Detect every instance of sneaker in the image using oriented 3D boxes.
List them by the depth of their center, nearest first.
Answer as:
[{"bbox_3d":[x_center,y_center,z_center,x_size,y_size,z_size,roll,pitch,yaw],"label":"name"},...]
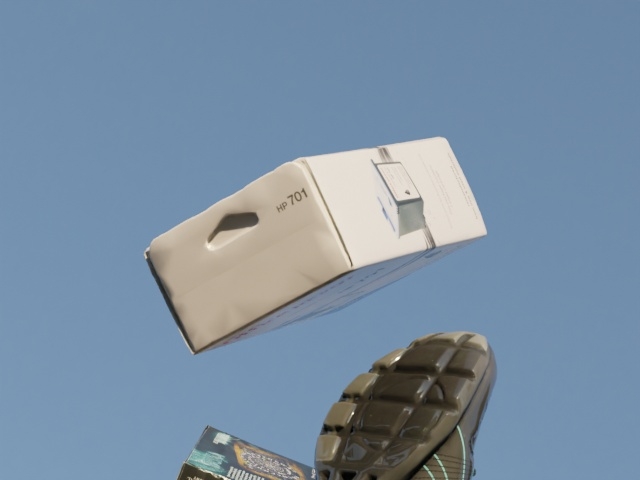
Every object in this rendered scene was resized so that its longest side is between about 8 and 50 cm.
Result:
[{"bbox_3d":[0.042,0.173,1.205,0.101,0.267,0.106,0,-43,43],"label":"sneaker"}]

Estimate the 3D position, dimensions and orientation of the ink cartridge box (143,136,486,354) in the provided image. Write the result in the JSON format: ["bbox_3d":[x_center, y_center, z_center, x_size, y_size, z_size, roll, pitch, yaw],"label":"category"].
[{"bbox_3d":[0.000,0.000,1.271,0.140,0.191,0.082,-28,-96,30],"label":"ink cartridge box"}]

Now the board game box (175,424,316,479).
[{"bbox_3d":[-0.052,0.203,1.629,0.126,0.186,0.026,22,-86,1],"label":"board game box"}]
